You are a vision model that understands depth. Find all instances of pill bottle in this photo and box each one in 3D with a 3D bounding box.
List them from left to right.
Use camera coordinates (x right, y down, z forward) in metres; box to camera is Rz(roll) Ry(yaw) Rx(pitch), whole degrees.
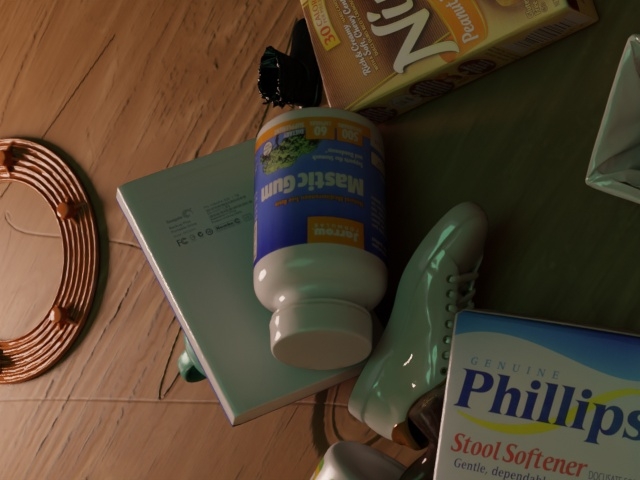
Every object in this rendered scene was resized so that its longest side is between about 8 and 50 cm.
[{"bbox_3d":[0.000,0.000,1.918,0.152,0.152,0.272,-20,57,31],"label":"pill bottle"},{"bbox_3d":[0.012,0.363,1.935,0.136,0.136,0.245,39,107,29],"label":"pill bottle"}]

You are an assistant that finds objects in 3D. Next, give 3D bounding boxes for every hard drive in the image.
[{"bbox_3d":[-0.078,0.039,1.995,0.318,0.210,0.040,61,158,21],"label":"hard drive"}]

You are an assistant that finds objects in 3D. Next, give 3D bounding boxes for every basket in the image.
[{"bbox_3d":[0.363,-0.116,1.762,0.113,0.103,0.167,21,97,33],"label":"basket"}]

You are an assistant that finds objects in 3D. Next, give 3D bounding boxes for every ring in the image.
[{"bbox_3d":[-0.437,0.027,2.319,0.337,0.032,0.336,-4,84,33],"label":"ring"}]

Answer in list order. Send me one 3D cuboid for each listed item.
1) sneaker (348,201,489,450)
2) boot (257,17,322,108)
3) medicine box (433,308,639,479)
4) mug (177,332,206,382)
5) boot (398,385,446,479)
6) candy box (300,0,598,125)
[{"bbox_3d":[0.141,0.101,1.884,0.123,0.106,0.290,34,115,29],"label":"sneaker"},{"bbox_3d":[-0.036,-0.213,2.033,0.045,0.099,0.121,-2,85,32],"label":"boot"},{"bbox_3d":[0.266,0.230,1.772,0.263,0.149,0.289,7,91,33],"label":"medicine box"},{"bbox_3d":[-0.106,0.122,2.054,0.129,0.097,0.157,29,102,31],"label":"mug"},{"bbox_3d":[0.113,0.215,1.846,0.106,0.114,0.037,-36,48,-4],"label":"boot"},{"bbox_3d":[0.138,-0.272,1.931,0.316,0.087,0.183,-23,72,29],"label":"candy box"}]
